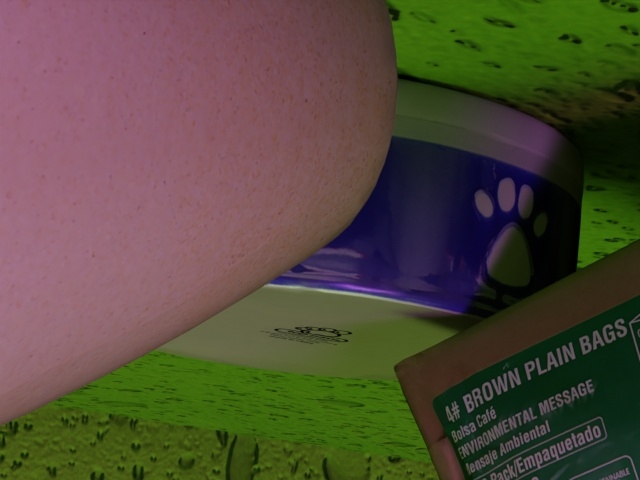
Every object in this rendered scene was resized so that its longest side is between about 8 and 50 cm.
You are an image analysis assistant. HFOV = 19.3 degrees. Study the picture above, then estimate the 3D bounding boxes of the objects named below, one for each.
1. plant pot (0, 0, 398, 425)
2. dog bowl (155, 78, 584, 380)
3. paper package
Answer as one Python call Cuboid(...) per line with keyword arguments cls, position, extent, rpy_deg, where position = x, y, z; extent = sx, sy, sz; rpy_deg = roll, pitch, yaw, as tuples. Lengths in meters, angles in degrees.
Cuboid(cls="plant pot", position=(-0.118, -0.048, 0.571), extent=(0.274, 0.257, 0.256), rpy_deg=(-6, 179, -42))
Cuboid(cls="dog bowl", position=(0.000, 0.000, 0.965), extent=(0.264, 0.104, 0.265), rpy_deg=(5, 168, 1))
Cuboid(cls="paper package", position=(0.254, 0.087, 0.860), extent=(0.324, 0.168, 0.309), rpy_deg=(-30, 150, 29))
